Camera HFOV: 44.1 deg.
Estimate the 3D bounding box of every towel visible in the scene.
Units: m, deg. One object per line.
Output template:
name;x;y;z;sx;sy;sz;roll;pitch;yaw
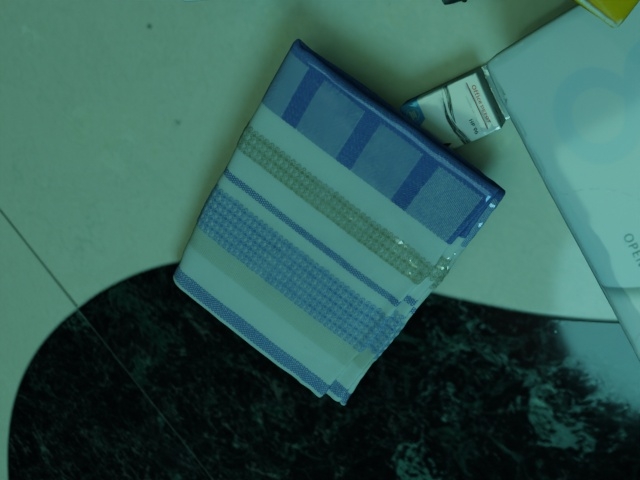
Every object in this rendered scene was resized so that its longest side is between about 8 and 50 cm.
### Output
towel;0.000;0.000;0.679;0.209;0.034;0.285;36;126;5

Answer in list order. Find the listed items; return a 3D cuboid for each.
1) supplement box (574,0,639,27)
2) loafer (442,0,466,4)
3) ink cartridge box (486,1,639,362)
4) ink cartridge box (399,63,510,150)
supplement box;0.155;-0.314;0.346;0.195;0.194;0.357;30;113;-21
loafer;0.064;-0.231;0.539;0.061;0.062;0.170;-28;118;36
ink cartridge box;0.338;-0.067;0.459;0.384;0.091;0.308;-29;84;29
ink cartridge box;0.110;-0.101;0.612;0.083;0.028;0.048;-22;103;27
